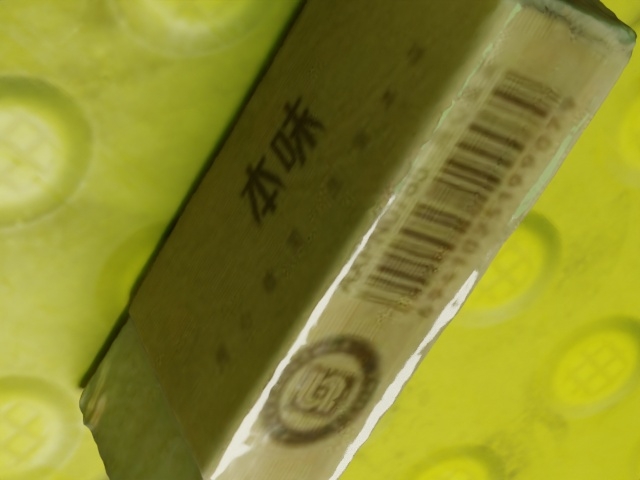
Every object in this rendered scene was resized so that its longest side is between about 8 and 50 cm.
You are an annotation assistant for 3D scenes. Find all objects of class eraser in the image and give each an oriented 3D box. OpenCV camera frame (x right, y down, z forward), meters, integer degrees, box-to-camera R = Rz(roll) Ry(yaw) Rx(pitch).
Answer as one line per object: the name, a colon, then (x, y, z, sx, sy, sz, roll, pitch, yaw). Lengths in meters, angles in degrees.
eraser: (0.000, 0.000, 0.730, 0.078, 0.144, 0.343, 18, 114, -36)
